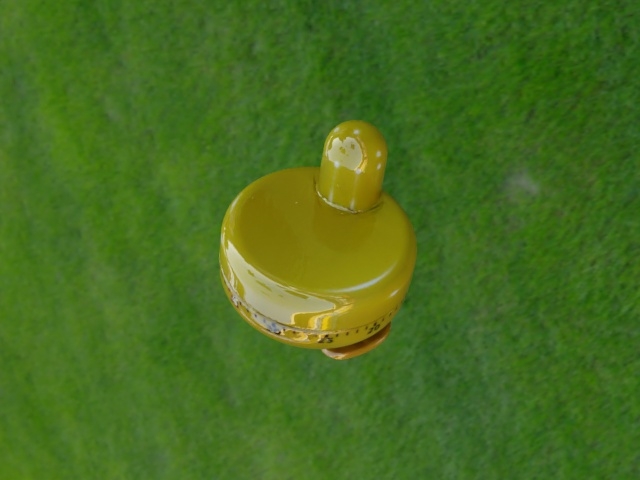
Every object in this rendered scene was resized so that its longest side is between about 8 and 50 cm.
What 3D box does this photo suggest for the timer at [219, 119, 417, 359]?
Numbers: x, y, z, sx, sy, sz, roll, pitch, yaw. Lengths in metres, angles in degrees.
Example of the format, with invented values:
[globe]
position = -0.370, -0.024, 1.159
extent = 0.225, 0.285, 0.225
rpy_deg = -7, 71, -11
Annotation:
[timer]
position = 0.000, 0.000, 0.587
extent = 0.107, 0.107, 0.109
rpy_deg = 45, 146, 30
